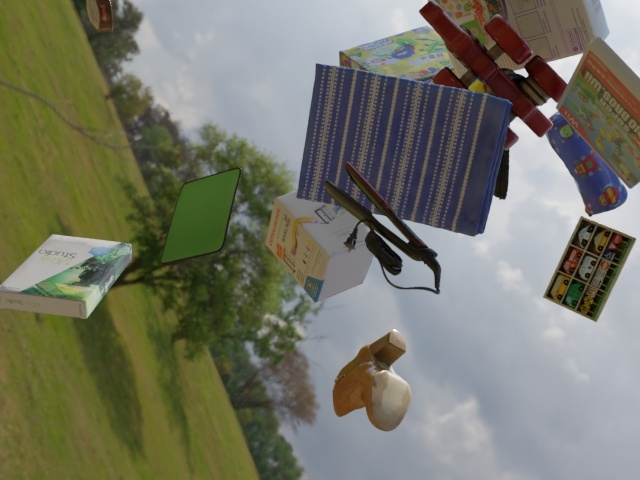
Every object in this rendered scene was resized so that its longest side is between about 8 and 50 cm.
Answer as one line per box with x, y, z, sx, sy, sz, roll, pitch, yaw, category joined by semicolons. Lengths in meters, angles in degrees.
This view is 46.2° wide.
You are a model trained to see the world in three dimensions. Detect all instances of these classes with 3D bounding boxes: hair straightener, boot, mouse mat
0.076;-0.004;1.024;0.230;0.089;0.047;49;-7;20;hair straightener
0.101;0.350;1.681;0.104;0.211;0.295;34;34;-13;boot
0.443;-0.238;2.182;0.094;0.207;0.247;-61;149;-69;boot
-0.220;-0.046;1.385;0.007;0.152;0.190;45;44;-42;mouse mat

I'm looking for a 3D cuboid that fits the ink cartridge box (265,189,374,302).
0.000;0.000;1.897;0.233;0.168;0.171;48;-39;30;ink cartridge box

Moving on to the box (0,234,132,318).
-0.654;0.086;1.946;0.322;0.232;0.059;-76;171;-62;box

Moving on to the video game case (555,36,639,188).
0.483;-0.197;1.228;0.204;0.025;0.285;52;1;12;video game case

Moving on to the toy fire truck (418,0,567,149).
0.333;-0.336;1.481;0.302;0.169;0.254;34;23;-30;toy fire truck

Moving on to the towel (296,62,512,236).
0.134;-0.149;1.269;0.040;0.335;0.243;-54;156;-69;towel

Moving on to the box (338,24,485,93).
0.243;-0.417;2.001;0.279;0.289;0.177;49;-28;45;box

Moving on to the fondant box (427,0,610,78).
0.415;-0.492;1.609;0.330;0.096;0.238;-7;-61;41;fondant box

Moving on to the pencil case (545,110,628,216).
0.700;-0.213;1.999;0.306;0.119;0.133;58;19;-9;pencil case

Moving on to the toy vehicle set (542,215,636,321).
0.781;0.082;2.183;0.166;0.267;0.035;26;3;26;toy vehicle set

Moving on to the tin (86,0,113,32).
-0.534;-0.563;1.802;0.190;0.040;0.106;-133;-139;-53;tin
